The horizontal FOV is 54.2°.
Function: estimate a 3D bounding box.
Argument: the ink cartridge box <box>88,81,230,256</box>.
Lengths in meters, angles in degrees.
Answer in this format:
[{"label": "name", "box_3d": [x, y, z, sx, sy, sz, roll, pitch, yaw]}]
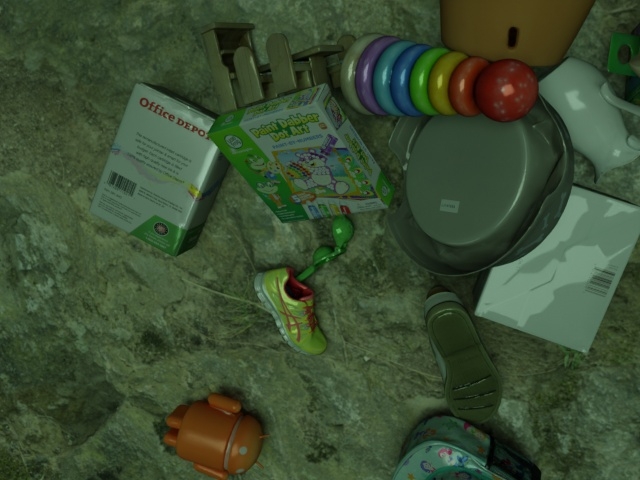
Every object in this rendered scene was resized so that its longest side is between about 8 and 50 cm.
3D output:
[{"label": "ink cartridge box", "box_3d": [-0.302, -0.141, 1.233, 0.201, 0.117, 0.278, 27, 105, 5]}]

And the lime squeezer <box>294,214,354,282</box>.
[{"label": "lime squeezer", "box_3d": [0.000, 0.000, 1.232, 0.109, 0.059, 0.311, 25, 105, 6]}]

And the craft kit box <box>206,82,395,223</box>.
[{"label": "craft kit box", "box_3d": [-0.033, -0.140, 1.102, 0.249, 0.061, 0.247, -8, 133, 37]}]

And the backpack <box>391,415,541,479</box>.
[{"label": "backpack", "box_3d": [0.266, 0.475, 1.203, 0.253, 0.191, 0.225, 35, 119, 9]}]

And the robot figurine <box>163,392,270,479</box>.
[{"label": "robot figurine", "box_3d": [-0.216, 0.413, 1.318, 0.219, 0.128, 0.158, 14, 65, 9]}]

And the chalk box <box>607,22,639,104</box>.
[{"label": "chalk box", "box_3d": [0.574, -0.293, 1.009, 0.212, 0.132, 0.133, 7, 91, 11]}]

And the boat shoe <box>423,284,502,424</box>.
[{"label": "boat shoe", "box_3d": [0.271, 0.218, 1.194, 0.113, 0.103, 0.302, -15, 118, 9]}]

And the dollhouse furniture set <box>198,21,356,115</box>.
[{"label": "dollhouse furniture set", "box_3d": [-0.080, -0.330, 1.109, 0.242, 0.212, 0.161, -7, 100, 38]}]

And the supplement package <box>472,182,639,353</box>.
[{"label": "supplement package", "box_3d": [0.411, 0.028, 1.107, 0.203, 0.145, 0.262, 19, 104, 8]}]

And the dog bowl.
[{"label": "dog bowl", "box_3d": [0.258, -0.111, 1.044, 0.348, 0.102, 0.349, -12, 74, 50]}]

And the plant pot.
[{"label": "plant pot", "box_3d": [0.308, -0.402, 0.992, 0.290, 0.291, 0.204, 13, 119, 9]}]

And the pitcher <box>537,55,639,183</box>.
[{"label": "pitcher", "box_3d": [0.461, -0.212, 1.040, 0.125, 0.178, 0.207, -42, 93, -23]}]

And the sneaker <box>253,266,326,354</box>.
[{"label": "sneaker", "box_3d": [-0.041, 0.139, 1.234, 0.094, 0.081, 0.209, -27, 108, 28]}]

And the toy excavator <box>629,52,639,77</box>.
[{"label": "toy excavator", "box_3d": [0.559, -0.407, 0.852, 0.222, 0.433, 0.445, 34, 110, -13]}]

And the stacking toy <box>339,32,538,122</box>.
[{"label": "stacking toy", "box_3d": [0.185, -0.244, 0.982, 0.330, 0.141, 0.141, 25, 109, 45]}]
